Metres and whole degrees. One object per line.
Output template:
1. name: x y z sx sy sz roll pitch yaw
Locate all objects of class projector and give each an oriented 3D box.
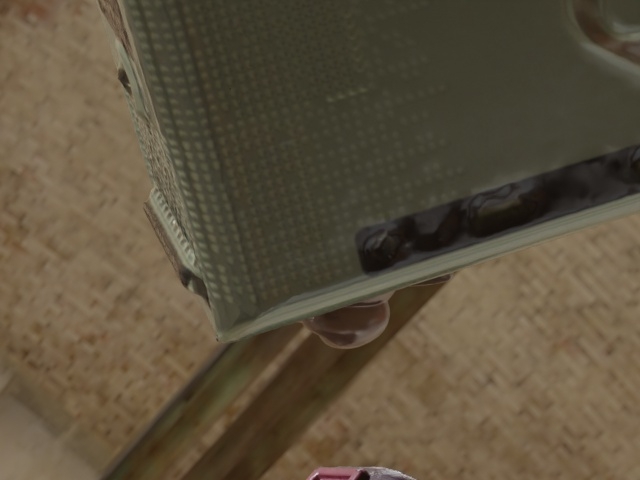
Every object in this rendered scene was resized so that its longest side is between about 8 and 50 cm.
1. projector: 0.038 -0.092 0.687 0.242 0.177 0.163 -16 -157 -7

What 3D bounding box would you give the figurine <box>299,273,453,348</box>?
1. figurine: 0.000 0.000 1.171 0.138 0.125 0.125 45 -142 -23

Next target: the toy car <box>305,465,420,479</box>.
1. toy car: 0.057 0.315 1.165 0.341 0.271 0.240 48 -116 -16
